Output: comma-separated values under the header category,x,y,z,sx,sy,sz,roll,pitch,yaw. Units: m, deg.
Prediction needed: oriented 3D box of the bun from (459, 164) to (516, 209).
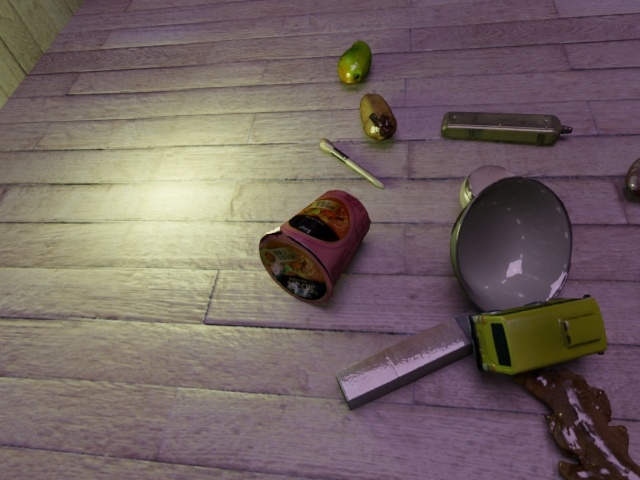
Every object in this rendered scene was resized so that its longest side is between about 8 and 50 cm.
category,x,y,z,sx,sy,sz,roll,pitch,yaw
bun,0.467,-0.110,1.307,0.172,0.120,0.173,-1,57,1

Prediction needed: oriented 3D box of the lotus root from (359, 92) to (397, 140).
category,x,y,z,sx,sy,sz,roll,pitch,yaw
lotus root,0.192,-0.411,1.598,0.110,0.097,0.258,-5,45,-3

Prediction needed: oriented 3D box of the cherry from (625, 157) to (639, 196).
category,x,y,z,sx,sy,sz,roll,pitch,yaw
cherry,0.913,-0.152,1.268,0.148,0.115,0.188,-17,56,-27

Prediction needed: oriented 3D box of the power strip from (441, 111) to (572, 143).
category,x,y,z,sx,sy,sz,roll,pitch,yaw
power strip,0.584,-0.358,1.511,0.387,0.066,0.092,7,53,18

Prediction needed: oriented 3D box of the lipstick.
category,x,y,z,sx,sy,sz,roll,pitch,yaw
lipstick,0.218,0.269,1.093,0.371,0.080,0.076,-23,54,-7

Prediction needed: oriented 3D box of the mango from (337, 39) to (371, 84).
category,x,y,z,sx,sy,sz,roll,pitch,yaw
mango,0.128,-0.668,1.789,0.125,0.111,0.233,4,53,7

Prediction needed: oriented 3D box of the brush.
category,x,y,z,sx,sy,sz,roll,pitch,yaw
brush,0.099,-0.248,1.531,0.039,0.042,0.299,-39,61,-19

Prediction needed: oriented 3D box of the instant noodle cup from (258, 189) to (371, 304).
category,x,y,z,sx,sy,sz,roll,pitch,yaw
instant noodle cup,0.000,0.000,1.256,0.244,0.244,0.255,23,52,24

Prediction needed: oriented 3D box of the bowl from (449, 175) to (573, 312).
category,x,y,z,sx,sy,sz,roll,pitch,yaw
bowl,0.427,0.014,1.163,0.337,0.337,0.157,-34,14,-15

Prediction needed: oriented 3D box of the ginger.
category,x,y,z,sx,sy,sz,roll,pitch,yaw
ginger,0.528,0.381,0.960,0.166,0.080,0.333,-30,53,7

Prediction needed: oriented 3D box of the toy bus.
category,x,y,z,sx,sy,sz,roll,pitch,yaw
toy bus,0.466,0.198,1.012,0.262,0.150,0.128,-8,83,-18
